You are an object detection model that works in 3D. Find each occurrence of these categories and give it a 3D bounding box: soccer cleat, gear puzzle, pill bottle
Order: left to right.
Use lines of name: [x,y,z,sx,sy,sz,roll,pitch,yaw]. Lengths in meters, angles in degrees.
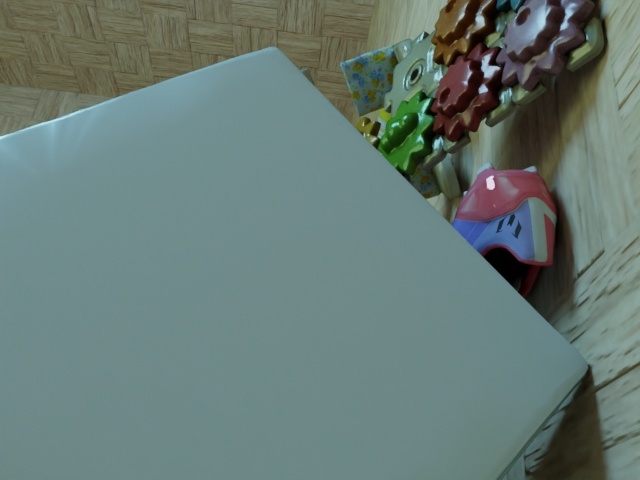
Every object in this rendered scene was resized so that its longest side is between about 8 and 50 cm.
pill bottle: [0.147,-0.242,1.318,0.065,0.065,0.116,-85,3,-51]
gear puzzle: [0.096,-0.147,0.602,0.339,0.044,0.176,-34,42,51]
soccer cleat: [0.132,0.036,0.571,0.248,0.083,0.095,104,168,-56]

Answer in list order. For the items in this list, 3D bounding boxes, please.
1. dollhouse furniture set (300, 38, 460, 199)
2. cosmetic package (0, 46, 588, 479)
dollhouse furniture set: [0.000,0.000,0.805,0.256,0.362,0.394,-86,-25,-76]
cosmetic package: [-0.100,0.142,0.504,0.327,0.329,0.394,-31,-19,-37]
